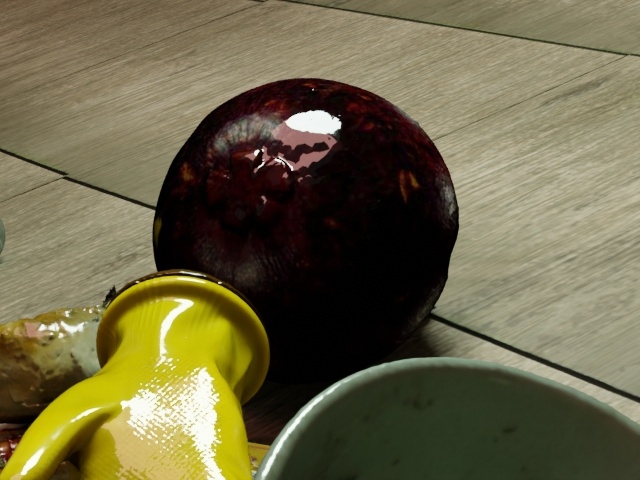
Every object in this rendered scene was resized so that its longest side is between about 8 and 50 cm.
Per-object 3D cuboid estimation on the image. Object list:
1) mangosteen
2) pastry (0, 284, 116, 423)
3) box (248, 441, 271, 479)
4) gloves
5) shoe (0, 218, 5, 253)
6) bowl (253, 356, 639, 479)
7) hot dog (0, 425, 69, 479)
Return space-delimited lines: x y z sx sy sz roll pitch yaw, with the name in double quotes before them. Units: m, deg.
"mangosteen" 0.000 0.000 1.308 0.228 0.228 0.265 -3 -17 24
"pastry" -0.189 0.092 1.288 0.153 0.081 0.153 -19 -6 -2
"box" -0.079 0.176 1.127 0.089 0.022 0.156 5 27 36
"gloves" -0.104 0.139 1.079 0.133 0.116 0.294 -21 24 16
"shoe" -0.385 0.007 1.683 0.169 0.071 0.099 -22 20 -13
"bowl" 0.068 0.204 0.730 0.289 0.146 0.289 21 40 -18
"hot dog" -0.192 0.148 1.243 0.144 0.038 0.062 -11 21 5
